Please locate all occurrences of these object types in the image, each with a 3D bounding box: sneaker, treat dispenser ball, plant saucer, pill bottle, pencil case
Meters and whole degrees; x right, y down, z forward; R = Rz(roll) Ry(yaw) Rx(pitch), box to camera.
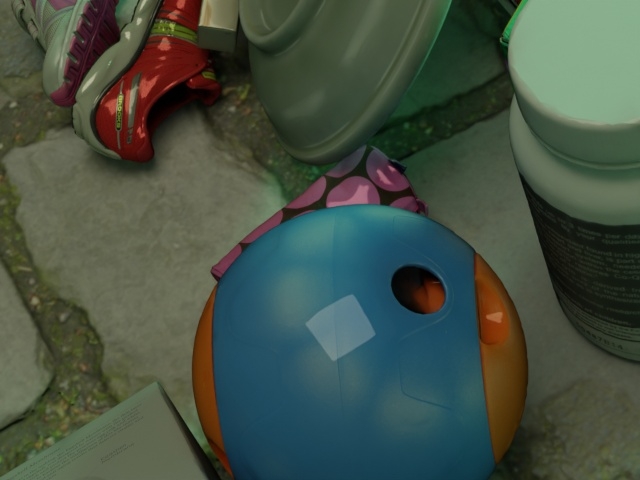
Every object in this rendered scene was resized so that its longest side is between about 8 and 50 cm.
[{"bbox_3d":[-0.280,-0.241,2.120,0.111,0.103,0.252,-10,50,16],"label":"sneaker"},{"bbox_3d":[0.033,0.112,1.672,0.288,0.288,0.288,-8,57,12],"label":"treat dispenser ball"},{"bbox_3d":[0.009,-0.276,1.890,0.100,0.400,0.400,15,53,-24],"label":"plant saucer"},{"bbox_3d":[-0.148,-0.195,2.060,0.118,0.107,0.279,29,72,10],"label":"sneaker"},{"bbox_3d":[0.273,-0.063,1.665,0.204,0.361,0.204,-8,57,13],"label":"pill bottle"},{"bbox_3d":[0.000,0.000,1.880,0.209,0.095,0.098,-40,72,-7],"label":"pencil case"}]

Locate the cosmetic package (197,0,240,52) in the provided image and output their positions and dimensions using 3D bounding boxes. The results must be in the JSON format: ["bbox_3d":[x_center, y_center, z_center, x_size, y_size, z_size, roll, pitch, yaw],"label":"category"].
[{"bbox_3d":[-0.099,-0.258,2.008,0.041,0.060,0.115,8,71,-2],"label":"cosmetic package"}]

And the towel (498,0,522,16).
[{"bbox_3d":[0.238,-0.383,1.963,0.037,0.237,0.329,-1,55,46],"label":"towel"}]

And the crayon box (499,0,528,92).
[{"bbox_3d":[0.282,-0.239,1.895,0.081,0.165,0.278,20,66,27],"label":"crayon box"}]

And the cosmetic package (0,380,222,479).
[{"bbox_3d":[-0.183,0.268,1.681,0.224,0.138,0.224,-31,25,-4],"label":"cosmetic package"}]
